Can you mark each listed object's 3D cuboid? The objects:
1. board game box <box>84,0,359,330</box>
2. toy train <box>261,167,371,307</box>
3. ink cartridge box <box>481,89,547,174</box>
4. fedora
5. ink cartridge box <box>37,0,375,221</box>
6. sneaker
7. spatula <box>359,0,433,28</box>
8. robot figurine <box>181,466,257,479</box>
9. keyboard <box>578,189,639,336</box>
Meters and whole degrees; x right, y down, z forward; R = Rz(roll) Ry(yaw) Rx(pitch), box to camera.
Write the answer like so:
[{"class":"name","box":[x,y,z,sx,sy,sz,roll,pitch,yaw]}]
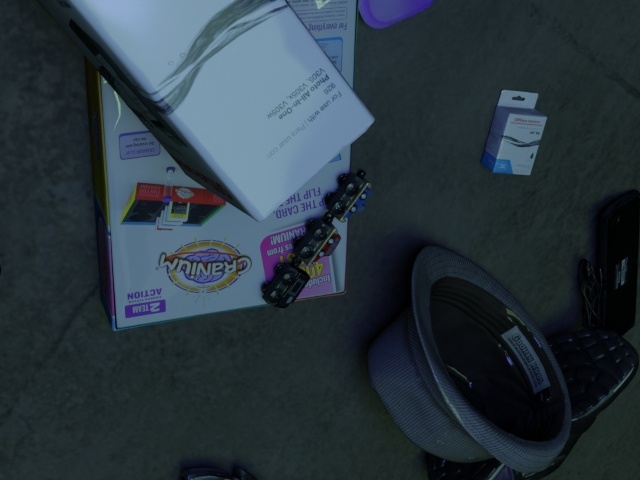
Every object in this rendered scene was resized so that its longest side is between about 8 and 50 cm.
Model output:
[{"class":"board game box","box":[-0.091,-0.083,1.054,0.242,0.064,0.317,-8,118,-19]},{"class":"toy train","box":[0.000,0.000,1.079,0.036,0.027,0.158,28,103,-35]},{"class":"ink cartridge box","box":[0.205,-0.113,1.186,0.048,0.028,0.083,2,114,-24]},{"class":"fedora","box":[0.144,0.144,1.210,0.275,0.244,0.124,29,131,-36]},{"class":"ink cartridge box","box":[-0.117,-0.169,0.833,0.121,0.211,0.289,-42,114,-7]},{"class":"sneaker","box":[0.263,0.214,1.344,0.283,0.107,0.124,-40,139,15]},{"class":"spatula","box":[0.164,-0.274,1.084,0.296,0.030,0.084,-18,122,-14]},{"class":"robot figurine","box":[-0.101,0.376,1.275,0.211,0.085,0.291,-48,124,4]},{"class":"keyboard","box":[0.333,0.037,1.325,0.100,0.038,0.192,-29,126,-35]}]
